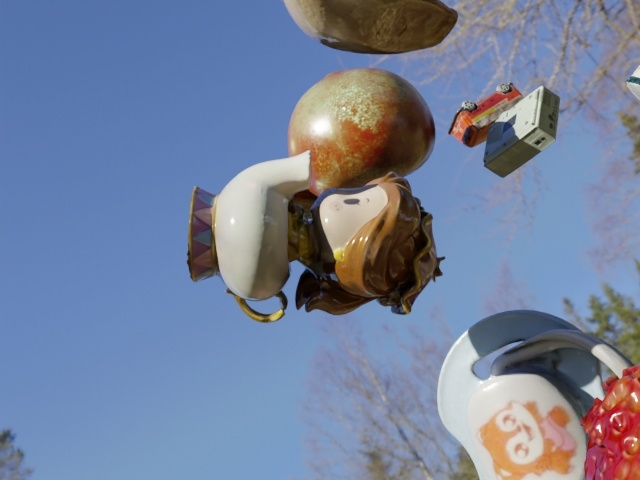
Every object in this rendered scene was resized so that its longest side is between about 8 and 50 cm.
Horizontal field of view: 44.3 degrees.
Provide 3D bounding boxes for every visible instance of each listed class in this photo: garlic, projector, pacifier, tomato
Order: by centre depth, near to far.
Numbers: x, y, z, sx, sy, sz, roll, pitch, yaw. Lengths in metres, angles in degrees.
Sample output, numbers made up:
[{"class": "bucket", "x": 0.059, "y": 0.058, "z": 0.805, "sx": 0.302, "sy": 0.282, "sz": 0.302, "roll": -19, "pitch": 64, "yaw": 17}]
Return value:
[{"class": "pacifier", "x": 0.288, "y": 0.223, "z": 0.942, "sx": 0.244, "sy": 0.299, "sz": 0.233, "roll": -31, "pitch": -20, "yaw": 22}, {"class": "garlic", "x": 0.062, "y": -0.323, "z": 1.117, "sx": 0.318, "sy": 0.112, "sz": 0.143, "roll": -5, "pitch": -11, "yaw": -41}, {"class": "tomato", "x": 0.068, "y": -0.200, "z": 1.415, "sx": 0.270, "sy": 0.222, "sz": 0.270, "roll": -24, "pitch": 0, "yaw": 0}, {"class": "projector", "x": 0.371, "y": -0.203, "z": 1.458, "sx": 0.061, "sy": 0.115, "sz": 0.147, "roll": 31, "pitch": -37, "yaw": -15}]

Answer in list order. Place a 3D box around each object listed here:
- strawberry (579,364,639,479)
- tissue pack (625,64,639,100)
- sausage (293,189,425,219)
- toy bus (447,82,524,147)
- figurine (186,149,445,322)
[{"class": "strawberry", "x": 0.300, "y": 0.210, "z": 0.616, "sx": 0.244, "sy": 0.205, "sz": 0.205, "roll": -37, "pitch": -13, "yaw": -50}, {"class": "tissue pack", "x": 0.727, "y": -0.358, "z": 1.619, "sx": 0.090, "sy": 0.103, "sz": 0.170, "roll": 42, "pitch": -80, "yaw": -18}, {"class": "sausage", "x": 0.072, "y": -0.068, "z": 1.578, "sx": 0.371, "sy": 0.082, "sz": 0.082, "roll": 4, "pitch": -41, "yaw": -36}, {"class": "toy bus", "x": 0.348, "y": -0.255, "z": 1.606, "sx": 0.174, "sy": 0.077, "sz": 0.079, "roll": -28, "pitch": -26, "yaw": -25}, {"class": "figurine", "x": 0.000, "y": 0.000, "z": 0.814, "sx": 0.263, "sy": 0.142, "sz": 0.189, "roll": 2, "pitch": -65, "yaw": -2}]
